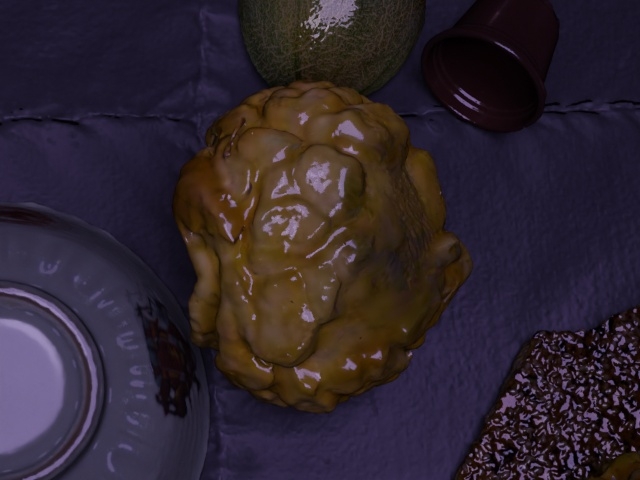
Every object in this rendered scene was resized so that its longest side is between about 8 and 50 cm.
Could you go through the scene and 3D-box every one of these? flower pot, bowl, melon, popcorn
[{"bbox_3d":[0.151,-0.159,1.393,0.111,0.111,0.089,34,57,-2],"label":"flower pot"},{"bbox_3d":[-0.235,0.116,1.213,0.337,0.157,0.337,3,77,-12],"label":"bowl"},{"bbox_3d":[0.009,-0.177,1.371,0.160,0.079,0.128,16,73,-8],"label":"melon"},{"bbox_3d":[0.000,0.000,1.264,0.250,0.190,0.250,-15,112,-41],"label":"popcorn"}]

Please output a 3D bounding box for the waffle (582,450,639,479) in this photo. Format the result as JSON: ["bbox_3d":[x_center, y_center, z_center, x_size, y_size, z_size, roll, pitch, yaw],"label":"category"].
[{"bbox_3d":[0.256,0.305,1.264,0.324,0.151,0.261,-31,96,-18],"label":"waffle"}]

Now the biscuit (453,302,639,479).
[{"bbox_3d":[0.211,0.138,1.366,0.131,0.026,0.237,32,74,-5],"label":"biscuit"}]
